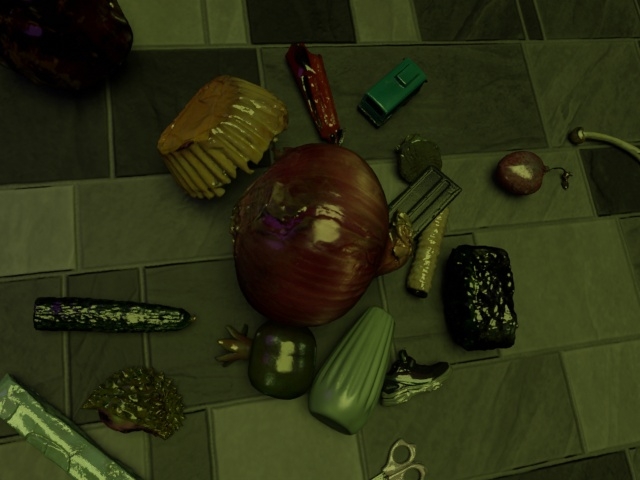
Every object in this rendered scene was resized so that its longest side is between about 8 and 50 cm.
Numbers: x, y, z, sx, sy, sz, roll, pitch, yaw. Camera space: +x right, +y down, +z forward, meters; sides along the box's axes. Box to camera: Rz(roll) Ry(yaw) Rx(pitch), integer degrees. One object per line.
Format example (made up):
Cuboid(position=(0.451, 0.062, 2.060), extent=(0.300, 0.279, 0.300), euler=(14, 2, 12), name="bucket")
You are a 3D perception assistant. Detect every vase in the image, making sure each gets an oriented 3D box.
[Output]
Cuboid(position=(0.074, 0.247, 0.975), extent=(0.128, 0.128, 0.248), euler=(31, 63, -1), name="vase")

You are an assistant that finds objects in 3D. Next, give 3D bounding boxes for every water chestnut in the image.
Cuboid(position=(-0.528, -0.447, 0.981), extent=(0.289, 0.289, 0.244), euler=(34, 41, 0), name="water chestnut")

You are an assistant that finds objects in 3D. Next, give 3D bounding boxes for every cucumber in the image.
Cuboid(position=(-0.388, 0.146, 0.944), extent=(0.293, 0.067, 0.068), euler=(4, 75, -11), name="cucumber")

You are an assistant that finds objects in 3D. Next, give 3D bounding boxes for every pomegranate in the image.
Cuboid(position=(-0.101, 0.224, 0.952), extent=(0.191, 0.131, 0.152), euler=(5, 80, 14), name="pomegranate")

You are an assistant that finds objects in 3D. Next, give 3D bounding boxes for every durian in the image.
Cuboid(position=(-0.331, 0.288, 0.893), extent=(0.186, 0.108, 0.119), euler=(24, 73, -3), name="durian")

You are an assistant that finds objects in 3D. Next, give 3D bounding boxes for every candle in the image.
Cuboid(position=(-0.006, -0.327, 1.138), extent=(0.084, 0.059, 0.302), euler=(-17, 77, -2), name="candle")

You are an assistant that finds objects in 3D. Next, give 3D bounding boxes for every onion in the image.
Cuboid(position=(-0.026, -0.021, 0.910), extent=(0.353, 0.353, 0.354), euler=(3, 75, -10), name="onion")

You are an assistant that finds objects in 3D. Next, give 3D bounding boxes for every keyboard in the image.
Cuboid(position=(0.148, -0.008, 1.077), extent=(0.381, 0.041, 0.103), euler=(-43, 75, -11), name="keyboard")

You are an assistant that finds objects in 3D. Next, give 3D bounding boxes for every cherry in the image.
Cuboid(position=(0.516, -0.150, 1.177), extent=(0.225, 0.090, 0.107), euler=(12, 62, -16), name="cherry")

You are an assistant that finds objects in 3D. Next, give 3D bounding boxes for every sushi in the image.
Cuboid(position=(0.334, 0.121, 1.051), extent=(0.127, 0.124, 0.225), euler=(0, 82, -10), name="sushi")

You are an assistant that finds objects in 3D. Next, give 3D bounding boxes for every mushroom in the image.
Cuboid(position=(0.782, -0.224, 1.268), extent=(0.306, 0.043, 0.068), euler=(22, 90, -5), name="mushroom")

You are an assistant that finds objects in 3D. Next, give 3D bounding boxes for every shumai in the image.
Cuboid(position=(0.221, -0.196, 1.141), extent=(0.099, 0.124, 0.087), euler=(-16, 38, 5), name="shumai")

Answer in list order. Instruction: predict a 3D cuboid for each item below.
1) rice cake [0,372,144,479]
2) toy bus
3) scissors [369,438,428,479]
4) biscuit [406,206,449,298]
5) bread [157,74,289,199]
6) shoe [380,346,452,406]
Cuboid(position=(-0.452, 0.364, 0.877), extent=(0.336, 0.063, 0.066), euler=(37, 64, 2), name="rice cake")
Cuboid(position=(0.173, -0.351, 1.159), extent=(0.160, 0.092, 0.079), euler=(-43, 88, -17), name="toy bus")
Cuboid(position=(0.121, 0.475, 0.979), extent=(0.189, 0.015, 0.100), euler=(-22, 79, -13), name="scissors")
Cuboid(position=(0.238, 0.020, 1.095), extent=(0.055, 0.061, 0.219), euler=(27, 74, -26), name="biscuit")
Cuboid(position=(-0.197, -0.216, 0.980), extent=(0.274, 0.274, 0.149), euler=(-55, 134, -18), name="bread")
Cuboid(position=(0.185, 0.270, 1.016), extent=(0.169, 0.071, 0.099), euler=(-22, 78, -11), name="shoe")
